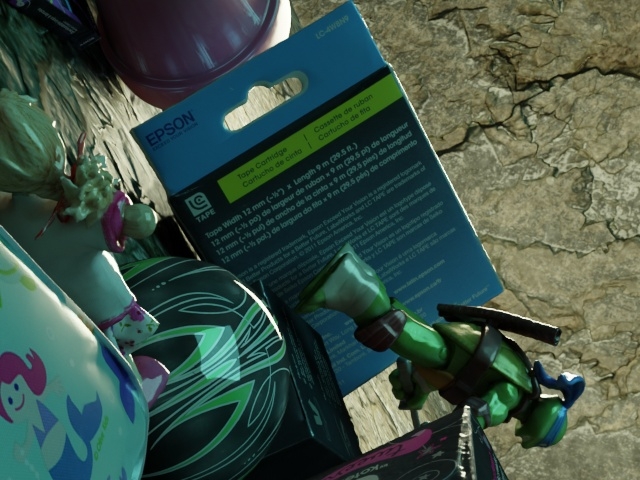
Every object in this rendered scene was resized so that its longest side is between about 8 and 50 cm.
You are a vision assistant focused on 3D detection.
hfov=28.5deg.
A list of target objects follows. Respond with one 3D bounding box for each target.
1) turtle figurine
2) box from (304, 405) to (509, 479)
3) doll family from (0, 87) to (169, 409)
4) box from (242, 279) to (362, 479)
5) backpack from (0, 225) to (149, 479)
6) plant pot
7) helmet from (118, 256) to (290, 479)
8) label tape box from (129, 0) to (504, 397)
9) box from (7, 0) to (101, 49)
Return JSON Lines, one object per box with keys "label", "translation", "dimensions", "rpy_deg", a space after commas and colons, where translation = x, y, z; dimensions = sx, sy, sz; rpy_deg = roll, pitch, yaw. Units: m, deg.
{"label": "turtle figurine", "translation": [0.074, 0.146, 1.165], "dimensions": [0.266, 0.275, 0.198], "rpy_deg": [42, 38, -3]}
{"label": "box", "translation": [0.007, 0.224, 0.722], "dimensions": [0.142, 0.247, 0.163], "rpy_deg": [63, 9, -9]}
{"label": "doll family", "translation": [-0.188, 0.005, 0.493], "dimensions": [0.118, 0.263, 0.163], "rpy_deg": [-48, 134, -36]}
{"label": "box", "translation": [-0.042, 0.144, 1.130], "dimensions": [0.158, 0.093, 0.156], "rpy_deg": [49, 18, -59]}
{"label": "backpack", "translation": [-0.179, 0.066, 0.327], "dimensions": [0.253, 0.191, 0.225], "rpy_deg": [51, 35, -32]}
{"label": "plant pot", "translation": [-0.145, -0.256, 1.251], "dimensions": [0.180, 0.201, 0.201], "rpy_deg": [60, 8, -64]}
{"label": "helmet", "translation": [-0.100, 0.088, 0.766], "dimensions": [0.169, 0.161, 0.169], "rpy_deg": [61, 10, -19]}
{"label": "label tape box", "translation": [-0.005, -0.033, 1.264], "dimensions": [0.348, 0.249, 0.115], "rpy_deg": [60, -7, -20]}
{"label": "box", "translation": [-0.265, -0.254, 1.171], "dimensions": [0.116, 0.029, 0.162], "rpy_deg": [67, 8, 12]}
